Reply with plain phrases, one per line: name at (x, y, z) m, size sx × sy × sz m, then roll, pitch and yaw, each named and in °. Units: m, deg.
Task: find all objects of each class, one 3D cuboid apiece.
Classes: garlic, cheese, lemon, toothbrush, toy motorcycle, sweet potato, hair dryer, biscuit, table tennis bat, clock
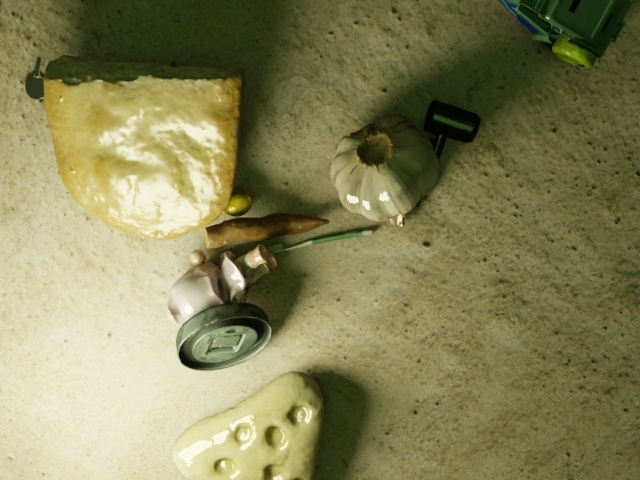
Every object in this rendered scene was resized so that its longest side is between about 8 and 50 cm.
garlic at (0.154, -0.124, 1.844) m, size 0.245 × 0.245 × 0.253 m, roll -22°, pitch 138°, yaw 5°
cheese at (-0.153, 0.450, 1.984) m, size 0.350 × 0.129 × 0.329 m, roll 19°, pitch 104°, yaw -5°
lemon at (-0.193, -0.086, 1.904) m, size 0.092 × 0.065 × 0.065 m, roll -27°, pitch 101°, yaw 25°
toothbrush at (0.000, 0.000, 1.943) m, size 0.257 × 0.018 × 0.024 m, roll -9°, pitch 96°, yaw 3°
toy motorcycle at (0.474, -0.518, 1.750) m, size 0.326 × 0.200 × 0.191 m, roll 25°, pitch 101°, yaw -16°
sweet potato at (-0.124, -0.031, 1.899) m, size 0.281 × 0.067 × 0.059 m, roll -9°, pitch 69°, yaw -16°
hair dryer at (0.270, -0.184, 1.880) m, size 0.114 × 0.070 × 0.248 m, roll 17°, pitch 106°, yaw -3°
biscuit at (-0.391, -0.194, 1.802) m, size 0.429 × 0.104 × 0.446 m, roll 9°, pitch 122°, yaw 1°
table tennis bat at (-0.642, -0.361, 1.876) m, size 0.050 × 0.007 × 0.083 m, roll 9°, pitch 104°, yaw -1°
clock at (-0.223, 0.223, 1.909) m, size 0.225 × 0.049 × 0.226 m, roll -15°, pitch 144°, yaw -11°

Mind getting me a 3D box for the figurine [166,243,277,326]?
figurine at (-0.229, 0.103, 1.909) m, size 0.276 × 0.133 × 0.200 m, roll -32°, pitch 97°, yaw 6°
